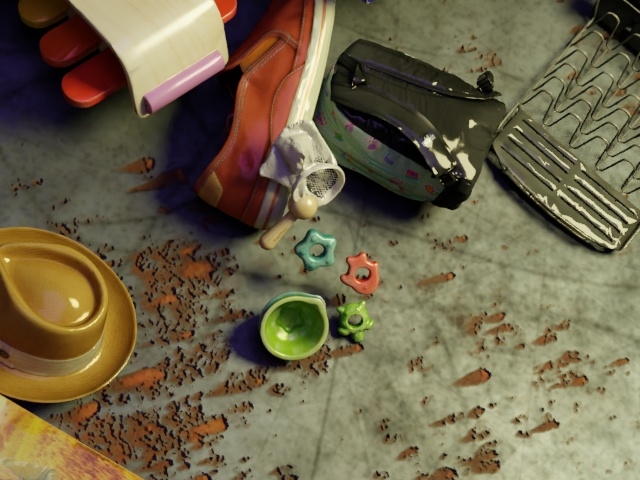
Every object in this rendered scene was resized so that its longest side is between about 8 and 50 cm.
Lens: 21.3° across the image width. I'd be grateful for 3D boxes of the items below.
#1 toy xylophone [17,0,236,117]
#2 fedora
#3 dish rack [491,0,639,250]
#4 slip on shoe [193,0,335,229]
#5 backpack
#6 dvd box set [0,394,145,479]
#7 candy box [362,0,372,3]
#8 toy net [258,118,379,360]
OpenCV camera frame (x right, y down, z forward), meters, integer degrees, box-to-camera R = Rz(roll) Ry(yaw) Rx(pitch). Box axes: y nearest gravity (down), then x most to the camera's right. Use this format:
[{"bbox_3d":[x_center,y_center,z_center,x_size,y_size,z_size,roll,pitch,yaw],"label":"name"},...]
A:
[{"bbox_3d":[-0.203,-0.280,1.694,0.236,0.081,0.323,-28,67,-20],"label":"toy xylophone"},{"bbox_3d":[-0.259,0.055,1.582,0.194,0.079,0.194,10,57,-16],"label":"fedora"},{"bbox_3d":[0.318,-0.132,1.819,0.208,0.074,0.271,40,66,3],"label":"dish rack"},{"bbox_3d":[-0.050,-0.174,1.718,0.101,0.123,0.331,15,72,-5],"label":"slip on shoe"},{"bbox_3d":[0.081,-0.119,1.729,0.182,0.115,0.152,26,55,-4],"label":"backpack"},{"bbox_3d":[-0.340,0.278,1.502,0.420,0.062,0.307,32,65,-2],"label":"dvd box set"},{"bbox_3d":[0.078,-0.406,1.759,0.317,0.122,0.268,-29,59,-33],"label":"candy box"},{"bbox_3d":[0.000,0.000,1.638,0.122,0.045,0.232,-2,111,-8],"label":"toy net"}]
